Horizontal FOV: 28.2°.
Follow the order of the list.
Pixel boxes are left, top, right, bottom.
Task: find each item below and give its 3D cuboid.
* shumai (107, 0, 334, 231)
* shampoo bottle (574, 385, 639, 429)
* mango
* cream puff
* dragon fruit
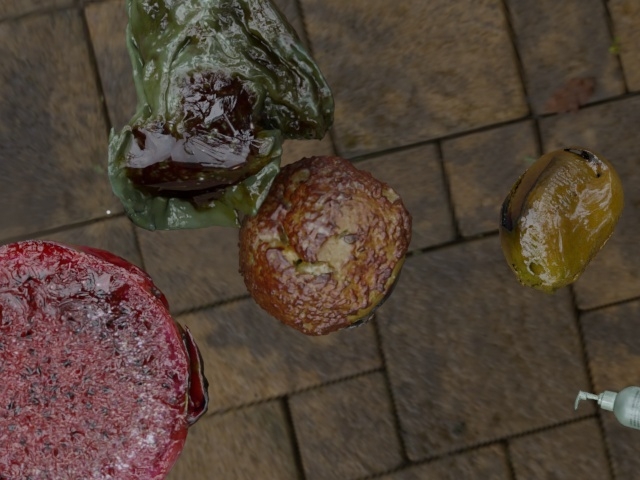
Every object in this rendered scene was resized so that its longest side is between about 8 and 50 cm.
[{"bbox_3d":[-0.166,-0.174,1.557,0.288,0.292,0.330,-38,121,-6],"label":"shumai"},{"bbox_3d":[0.426,0.220,1.644,0.195,0.056,0.056,13,89,28],"label":"shampoo bottle"},{"bbox_3d":[0.336,-0.026,1.781,0.156,0.248,0.151,4,132,26],"label":"mango"},{"bbox_3d":[0.000,0.001,1.610,0.240,0.164,0.240,-9,59,16],"label":"cream puff"},{"bbox_3d":[-0.341,0.173,1.579,0.371,0.249,0.386,40,91,-8],"label":"dragon fruit"}]
